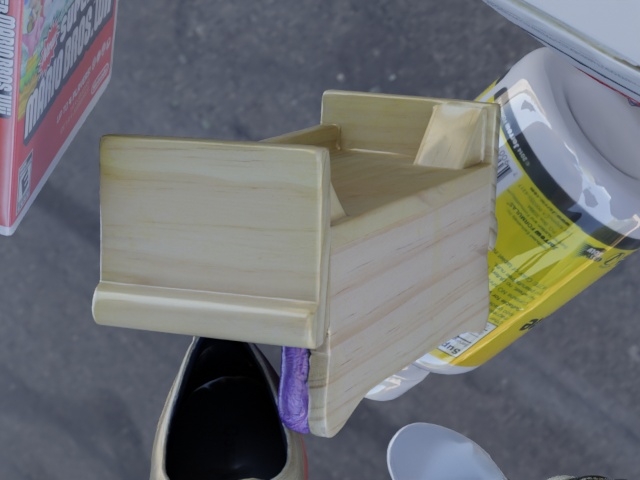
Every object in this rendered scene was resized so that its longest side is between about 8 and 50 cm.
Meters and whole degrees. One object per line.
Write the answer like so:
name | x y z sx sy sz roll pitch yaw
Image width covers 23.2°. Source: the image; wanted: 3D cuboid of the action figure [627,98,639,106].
action figure | 0.316 -0.204 1.204 0.285 0.099 0.185 101 169 -70

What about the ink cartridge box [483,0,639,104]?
ink cartridge box | 0.182 -0.157 0.703 0.114 0.273 0.197 34 100 25

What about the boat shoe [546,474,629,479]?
boat shoe | 0.203 0.270 1.028 0.079 0.084 0.233 -15 88 52

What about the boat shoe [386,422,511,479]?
boat shoe | 0.148 0.233 1.295 0.228 0.080 0.076 34 170 -1

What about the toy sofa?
toy sofa | 0.000 0.000 1.059 0.150 0.362 0.177 6 102 23

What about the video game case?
video game case | -0.157 -0.172 0.950 0.025 0.204 0.285 14 127 4

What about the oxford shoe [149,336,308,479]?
oxford shoe | -0.055 0.204 0.888 0.130 0.123 0.348 83 177 -49

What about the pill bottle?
pill bottle | 0.136 -0.001 1.376 0.334 0.188 0.188 -41 86 33
